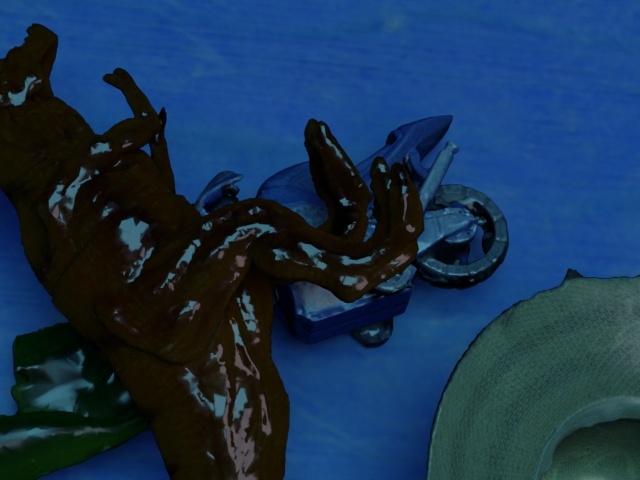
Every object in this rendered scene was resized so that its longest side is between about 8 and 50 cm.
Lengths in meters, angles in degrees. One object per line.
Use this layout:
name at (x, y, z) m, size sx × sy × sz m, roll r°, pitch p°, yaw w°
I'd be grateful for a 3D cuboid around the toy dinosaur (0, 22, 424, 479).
toy dinosaur at (-0.043, 0.035, 0.885) m, size 0.208 × 0.097 × 0.432 m, roll -28°, pitch 70°, yaw -3°

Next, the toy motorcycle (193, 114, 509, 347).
toy motorcycle at (0.000, 0.000, 0.988) m, size 0.205 × 0.076 × 0.114 m, roll -19°, pitch 67°, yaw -15°

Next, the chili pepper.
chili pepper at (-0.195, 0.093, 0.920) m, size 0.253 × 0.083 × 0.099 m, roll -11°, pitch 63°, yaw -16°

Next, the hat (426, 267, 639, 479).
hat at (0.155, 0.148, 0.931) m, size 0.252 × 0.110 × 0.252 m, roll 6°, pitch 64°, yaw -14°
